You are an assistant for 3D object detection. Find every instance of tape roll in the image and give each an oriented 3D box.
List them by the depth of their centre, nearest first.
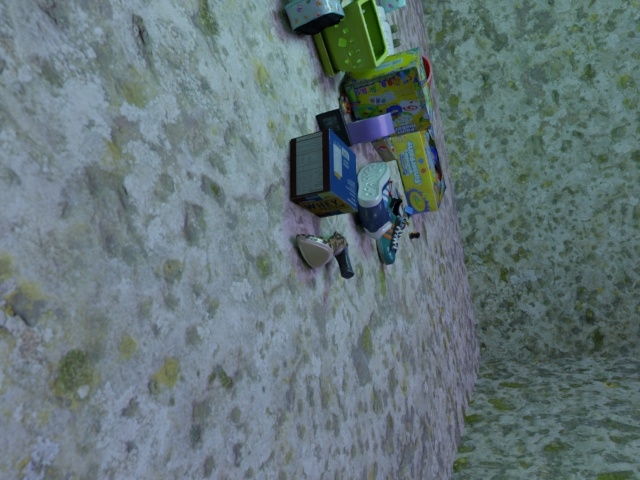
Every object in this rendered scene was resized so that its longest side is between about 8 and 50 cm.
[{"bbox_3d":[0.188,-0.434,1.726,0.189,0.189,0.080,-43,121,-58],"label":"tape roll"}]

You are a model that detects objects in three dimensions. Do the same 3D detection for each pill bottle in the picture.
[{"bbox_3d":[0.244,-0.877,1.992,0.160,0.161,0.282,-22,102,-62],"label":"pill bottle"}]

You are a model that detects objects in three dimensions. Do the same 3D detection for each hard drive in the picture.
[{"bbox_3d":[0.049,-0.383,1.543,0.022,0.094,0.135,-55,130,-53],"label":"hard drive"}]

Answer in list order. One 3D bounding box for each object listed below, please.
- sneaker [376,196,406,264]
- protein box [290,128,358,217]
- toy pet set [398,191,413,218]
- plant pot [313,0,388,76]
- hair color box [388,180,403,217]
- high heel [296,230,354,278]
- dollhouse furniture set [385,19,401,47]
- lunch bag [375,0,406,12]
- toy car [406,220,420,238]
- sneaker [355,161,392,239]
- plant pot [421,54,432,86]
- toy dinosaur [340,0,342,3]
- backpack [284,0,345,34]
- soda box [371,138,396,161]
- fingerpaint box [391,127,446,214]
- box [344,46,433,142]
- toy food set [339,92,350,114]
[{"bbox_3d":[0.313,-0.046,1.930,0.108,0.121,0.301,14,70,-61],"label":"sneaker"},{"bbox_3d":[0.015,-0.200,1.378,0.200,0.136,0.200,26,60,-59],"label":"protein box"},{"bbox_3d":[0.442,-0.174,2.280,0.122,0.065,0.114,58,35,-37],"label":"toy pet set"},{"bbox_3d":[0.107,-0.743,1.637,0.228,0.207,0.227,67,30,-26],"label":"plant pot"},{"bbox_3d":[0.344,-0.192,2.109,0.167,0.054,0.093,56,35,-42],"label":"hair color box"},{"bbox_3d":[0.000,0.000,1.392,0.261,0.093,0.186,35,29,-40],"label":"high heel"},{"bbox_3d":[0.388,-1.030,2.314,0.212,0.161,0.241,-35,113,-60],"label":"dollhouse furniture set"},{"bbox_3d":[0.274,-1.143,2.002,0.160,0.262,0.223,-32,116,-17],"label":"lunch bag"},{"bbox_3d":[0.490,-0.062,2.356,0.040,0.060,0.121,-116,-174,-57],"label":"toy car"},{"bbox_3d":[0.227,-0.150,1.813,0.322,0.130,0.236,-72,153,-49],"label":"sneaker"},{"bbox_3d":[0.440,-0.765,2.257,0.243,0.275,0.274,47,42,-62],"label":"plant pot"},{"bbox_3d":[0.051,-1.054,1.731,0.200,0.127,0.296,51,2,17],"label":"toy dinosaur"},{"bbox_3d":[-0.025,-0.744,1.425,0.144,0.166,0.188,69,27,-22],"label":"backpack"},{"bbox_3d":[0.301,-0.440,2.086,0.181,0.062,0.058,38,50,-53],"label":"soda box"},{"bbox_3d":[0.565,-0.422,2.481,0.371,0.163,0.444,-49,126,-56],"label":"fingerpaint box"},{"bbox_3d":[0.287,-0.585,1.817,0.176,0.290,0.279,-75,148,-42],"label":"box"},{"bbox_3d":[0.099,-0.542,1.767,0.083,0.020,0.082,11,72,-61],"label":"toy food set"}]
